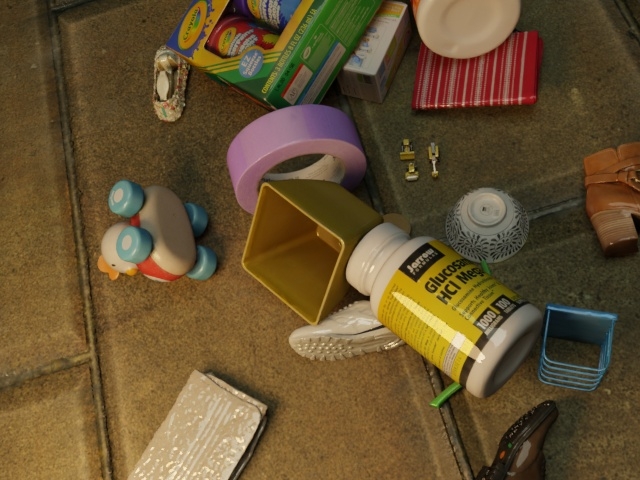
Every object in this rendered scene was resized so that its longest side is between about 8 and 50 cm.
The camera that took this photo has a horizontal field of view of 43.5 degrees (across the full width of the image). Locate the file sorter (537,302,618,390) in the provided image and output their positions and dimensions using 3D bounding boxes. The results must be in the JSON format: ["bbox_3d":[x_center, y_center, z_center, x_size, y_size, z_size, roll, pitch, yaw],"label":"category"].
[{"bbox_3d":[0.451,0.194,1.424,0.118,0.170,0.105,8,69,15],"label":"file sorter"}]

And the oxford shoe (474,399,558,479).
[{"bbox_3d":[0.361,0.384,1.413,0.096,0.083,0.227,38,74,2],"label":"oxford shoe"}]

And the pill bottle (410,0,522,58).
[{"bbox_3d":[0.294,-0.613,1.791,0.223,0.224,0.392,-12,51,6],"label":"pill bottle"}]

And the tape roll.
[{"bbox_3d":[-0.048,-0.155,1.633,0.274,0.275,0.090,-18,62,3],"label":"tape roll"}]

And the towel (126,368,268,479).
[{"bbox_3d":[-0.235,0.401,1.534,0.187,0.049,0.282,25,73,23],"label":"towel"}]

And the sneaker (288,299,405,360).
[{"bbox_3d":[0.053,0.171,1.572,0.234,0.090,0.095,-7,55,1],"label":"sneaker"}]

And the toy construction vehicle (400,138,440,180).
[{"bbox_3d":[0.214,-0.178,1.725,0.085,0.035,0.098,-2,64,11],"label":"toy construction vehicle"}]

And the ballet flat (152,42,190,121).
[{"bbox_3d":[-0.363,-0.397,1.927,0.091,0.077,0.241,-11,62,7],"label":"ballet flat"}]

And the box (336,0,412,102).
[{"bbox_3d":[0.123,-0.434,1.822,0.103,0.114,0.203,17,71,20],"label":"box"}]

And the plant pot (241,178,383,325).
[{"bbox_3d":[0.000,0.000,1.579,0.212,0.212,0.187,38,39,25],"label":"plant pot"}]

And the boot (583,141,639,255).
[{"bbox_3d":[0.662,-0.092,1.566,0.283,0.109,0.220,-11,59,14],"label":"boot"}]

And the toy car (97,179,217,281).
[{"bbox_3d":[-0.384,0.021,1.694,0.238,0.219,0.210,-32,59,28],"label":"toy car"}]

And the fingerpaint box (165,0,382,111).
[{"bbox_3d":[-0.083,-0.529,1.782,0.371,0.163,0.445,34,92,36],"label":"fingerpaint box"}]

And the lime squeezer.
[{"bbox_3d":[0.314,0.187,1.530,0.109,0.059,0.311,2,63,46],"label":"lime squeezer"}]

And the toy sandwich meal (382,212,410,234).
[{"bbox_3d":[0.150,-0.017,1.667,0.085,0.029,0.086,-6,59,10],"label":"toy sandwich meal"}]

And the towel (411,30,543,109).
[{"bbox_3d":[0.346,-0.372,1.769,0.274,0.031,0.199,0,60,20],"label":"towel"}]

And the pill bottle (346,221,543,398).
[{"bbox_3d":[0.212,0.112,1.441,0.334,0.188,0.188,37,76,28],"label":"pill bottle"}]

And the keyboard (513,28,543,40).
[{"bbox_3d":[0.407,-0.401,1.798,0.108,0.023,0.180,32,74,32],"label":"keyboard"}]

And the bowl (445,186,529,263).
[{"bbox_3d":[0.334,-0.046,1.612,0.170,0.080,0.170,-5,65,10],"label":"bowl"}]
